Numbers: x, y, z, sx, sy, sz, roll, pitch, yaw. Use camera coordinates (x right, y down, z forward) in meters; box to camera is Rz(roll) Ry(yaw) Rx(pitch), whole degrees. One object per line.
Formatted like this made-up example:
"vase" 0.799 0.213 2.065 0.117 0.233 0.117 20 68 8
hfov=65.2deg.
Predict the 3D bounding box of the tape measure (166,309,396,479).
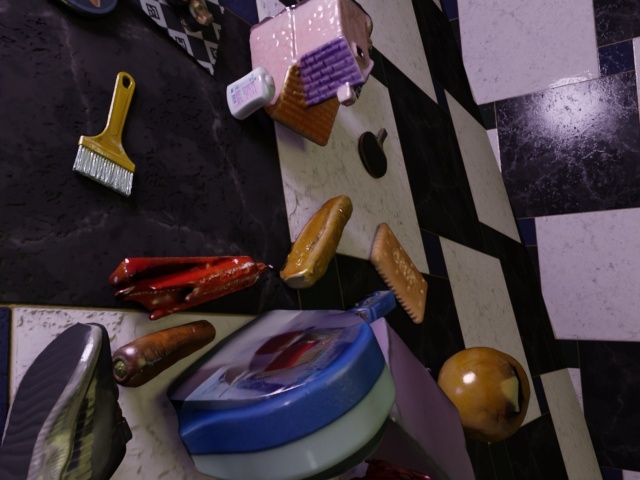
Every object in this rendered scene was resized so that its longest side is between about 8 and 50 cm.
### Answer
"tape measure" -0.033 0.204 0.681 0.259 0.262 0.138 -36 114 -56

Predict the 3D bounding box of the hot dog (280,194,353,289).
"hot dog" 0.001 0.000 1.000 0.289 0.083 0.068 -59 141 -51

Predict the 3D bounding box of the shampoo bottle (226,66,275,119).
"shampoo bottle" -0.126 -0.278 0.936 0.043 0.099 0.072 9 65 -55

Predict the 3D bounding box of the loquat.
"loquat" 0.398 0.378 1.237 0.235 0.235 0.235 32 48 -44

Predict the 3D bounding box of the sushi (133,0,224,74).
"sushi" -0.243 -0.454 0.893 0.231 0.047 0.219 37 44 -46

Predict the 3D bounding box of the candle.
"candle" -0.167 0.053 0.733 0.302 0.059 0.084 -9 90 -58

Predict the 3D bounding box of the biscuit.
"biscuit" 0.211 0.084 1.302 0.249 0.030 0.160 53 36 -24

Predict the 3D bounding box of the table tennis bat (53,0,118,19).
"table tennis bat" -0.371 -0.435 0.733 0.150 0.027 0.236 1 74 -57

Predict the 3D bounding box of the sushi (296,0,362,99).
"sushi" 0.001 -0.541 1.318 0.339 0.069 0.320 52 28 -25

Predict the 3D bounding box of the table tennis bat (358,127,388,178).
"table tennis bat" 0.159 -0.260 1.427 0.130 0.019 0.220 55 36 -23

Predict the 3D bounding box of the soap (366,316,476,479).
"soap" 0.168 0.335 0.936 0.296 0.107 0.285 50 18 -15

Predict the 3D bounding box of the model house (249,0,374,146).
"model house" -0.001 -0.340 1.044 0.202 0.237 0.237 23 59 -57

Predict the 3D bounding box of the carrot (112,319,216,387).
"carrot" -0.197 0.139 0.648 0.161 0.055 0.055 -19 89 -60

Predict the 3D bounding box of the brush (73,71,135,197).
"brush" -0.292 -0.164 0.712 0.083 0.011 0.205 31 48 -44

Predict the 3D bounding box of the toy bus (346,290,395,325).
"toy bus" 0.112 0.148 1.093 0.153 0.061 0.051 -20 95 -59

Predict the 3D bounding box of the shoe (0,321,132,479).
"shoe" -0.248 0.201 0.507 0.112 0.099 0.227 44 44 -45

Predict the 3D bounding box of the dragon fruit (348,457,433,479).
"dragon fruit" 0.087 0.476 0.673 0.302 0.296 0.295 -38 108 -21
